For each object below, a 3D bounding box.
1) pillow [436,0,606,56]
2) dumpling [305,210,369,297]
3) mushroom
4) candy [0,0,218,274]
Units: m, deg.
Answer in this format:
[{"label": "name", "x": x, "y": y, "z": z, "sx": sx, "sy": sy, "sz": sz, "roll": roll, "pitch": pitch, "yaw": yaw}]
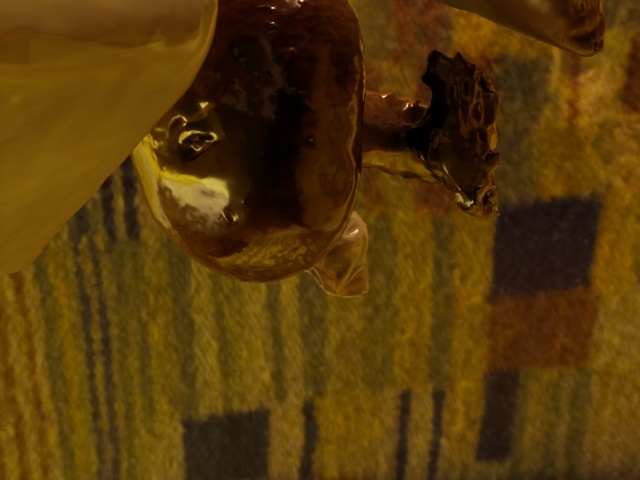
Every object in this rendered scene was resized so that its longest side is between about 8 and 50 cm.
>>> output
[{"label": "pillow", "x": 0.135, "y": -0.338, "z": 1.034, "sx": 0.108, "sy": 0.305, "sz": 0.307, "roll": -31, "pitch": 121, "yaw": -11}, {"label": "dumpling", "x": 0.000, "y": 0.000, "z": 1.507, "sx": 0.108, "sy": 0.127, "sz": 0.188, "roll": -36, "pitch": 80, "yaw": 37}, {"label": "mushroom", "x": -0.028, "y": -0.144, "z": 1.186, "sx": 0.356, "sy": 0.334, "sz": 0.331, "roll": -27, "pitch": 112, "yaw": -29}, {"label": "candy", "x": -0.227, "y": -0.056, "z": 0.354, "sx": 0.359, "sy": 0.145, "sz": 0.208, "roll": -14, "pitch": 160, "yaw": -40}]
